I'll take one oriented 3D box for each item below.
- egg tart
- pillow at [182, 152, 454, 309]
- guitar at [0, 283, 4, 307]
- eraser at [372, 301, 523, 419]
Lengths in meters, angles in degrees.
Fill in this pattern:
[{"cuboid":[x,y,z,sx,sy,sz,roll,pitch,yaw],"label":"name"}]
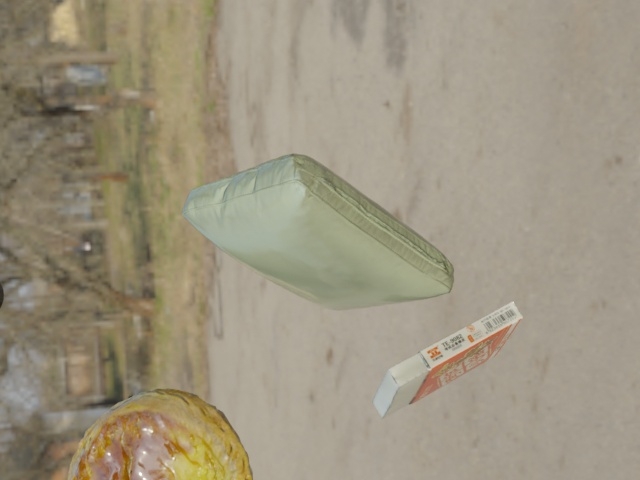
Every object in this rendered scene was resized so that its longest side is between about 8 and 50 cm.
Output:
[{"cuboid":[-0.276,0.484,1.882,0.178,0.443,0.443,22,-124,-55],"label":"egg tart"},{"cuboid":[0.000,0.000,1.436,0.255,0.322,0.120,-15,53,45],"label":"pillow"},{"cuboid":[-0.637,0.036,1.982,0.088,0.025,0.233,-29,62,34],"label":"guitar"},{"cuboid":[0.192,0.186,1.617,0.038,0.230,0.157,57,160,20],"label":"eraser"}]
